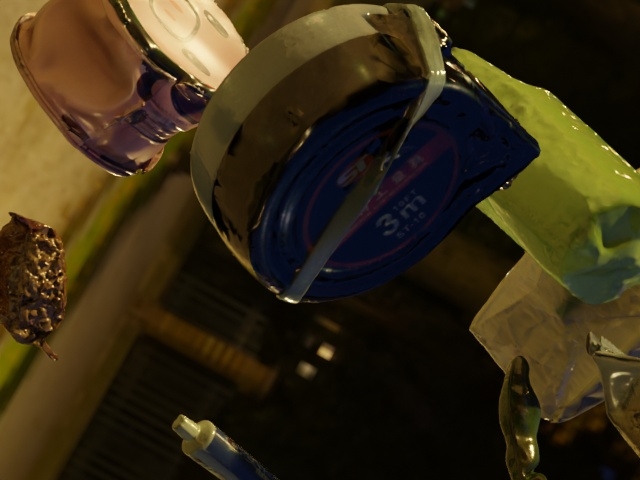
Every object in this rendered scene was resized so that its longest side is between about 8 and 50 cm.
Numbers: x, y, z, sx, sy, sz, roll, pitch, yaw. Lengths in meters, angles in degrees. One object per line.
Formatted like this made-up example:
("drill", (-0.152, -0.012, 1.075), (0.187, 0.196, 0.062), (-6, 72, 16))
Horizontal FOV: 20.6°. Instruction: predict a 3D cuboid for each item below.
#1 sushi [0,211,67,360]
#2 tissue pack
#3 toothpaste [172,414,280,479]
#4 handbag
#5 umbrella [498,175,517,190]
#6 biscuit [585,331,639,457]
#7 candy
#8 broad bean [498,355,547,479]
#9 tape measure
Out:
("sushi", (-0.234, 0.036, 1.435), (0.055, 0.052, 0.120), (14, -79, 49))
("tissue pack", (0.418, 0.036, 2.246), (0.380, 0.207, 0.297), (-25, 160, -40))
("toothpaste", (-0.078, 0.286, 2.075), (0.047, 0.268, 0.069), (-53, -150, -11))
("handbag", (-0.156, -0.153, 1.489), (0.116, 0.179, 0.205), (-38, -165, 20))
("umbrella", (0.089, -0.095, 1.548), (0.046, 0.188, 0.050), (5, 106, -63))
("biscuit", (0.334, 0.201, 1.395), (0.079, 0.186, 0.309), (-47, -134, 14))
("candy", (0.212, -0.074, 1.786), (0.142, 0.132, 0.343), (-55, -134, 11))
("broad bean", (0.234, 0.228, 2.013), (0.046, 0.061, 0.195), (93, -19, -63))
("tape measure", (0.016, -0.052, 1.035), (0.182, 0.107, 0.181), (-40, 142, 4))
